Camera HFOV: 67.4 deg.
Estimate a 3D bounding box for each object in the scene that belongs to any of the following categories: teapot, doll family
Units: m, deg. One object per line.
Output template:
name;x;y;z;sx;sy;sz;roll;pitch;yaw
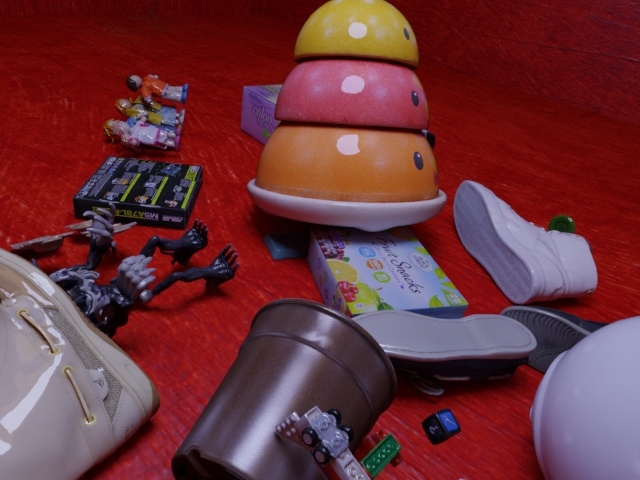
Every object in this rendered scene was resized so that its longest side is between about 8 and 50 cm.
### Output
teapot;0.302;0.185;0.472;0.256;0.252;0.187;15;-13;-33
doll family;-0.400;-0.267;1.094;0.163;0.118;0.263;7;49;-16

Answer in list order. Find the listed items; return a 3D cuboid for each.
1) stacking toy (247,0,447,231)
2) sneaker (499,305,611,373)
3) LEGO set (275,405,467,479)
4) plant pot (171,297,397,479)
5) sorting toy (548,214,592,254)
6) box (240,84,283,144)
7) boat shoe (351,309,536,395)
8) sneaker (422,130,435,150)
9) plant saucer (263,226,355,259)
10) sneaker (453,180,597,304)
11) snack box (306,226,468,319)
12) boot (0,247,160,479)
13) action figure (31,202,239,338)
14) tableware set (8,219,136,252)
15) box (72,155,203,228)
stacking toy;0.055;-0.276;0.805;0.351;0.480;0.350;3;15;-1
sneaker;0.366;0.143;0.678;0.222;0.083;0.118;21;18;23
LEGO set;0.055;0.213;0.311;0.182;0.060;0.244;26;37;-17
plant pot;-0.036;0.168;0.441;0.167;0.167;0.165;21;40;17
sorting toy;0.491;-0.001;0.944;0.042;0.061;0.102;-1;59;-43
box;-0.045;-0.315;1.238;0.243;0.117;0.213;-16;41;-37
boat shoe;0.143;0.139;0.603;0.254;0.079;0.095;1;31;-18
sneaker;0.183;-0.259;1.246;0.229;0.086;0.132;-15;37;-33
plant saucer;0.000;0.000;0.842;0.192;0.018;0.067;-5;35;-24
sneaker;0.368;-0.001;0.877;0.169;0.108;0.292;1;42;-17
snack box;0.089;0.060;0.722;0.174;0.070;0.207;-1;34;-17
boot;-0.304;0.132;0.421;0.262;0.095;0.203;43;39;-1
action figure;-0.251;0.037;0.599;0.276;0.141;0.164;-20;54;-41
tableware set;-0.359;-0.010;0.693;0.141;0.020;0.169;-21;16;-40
box;-0.321;-0.093;0.876;0.184;0.045;0.190;7;31;-9
